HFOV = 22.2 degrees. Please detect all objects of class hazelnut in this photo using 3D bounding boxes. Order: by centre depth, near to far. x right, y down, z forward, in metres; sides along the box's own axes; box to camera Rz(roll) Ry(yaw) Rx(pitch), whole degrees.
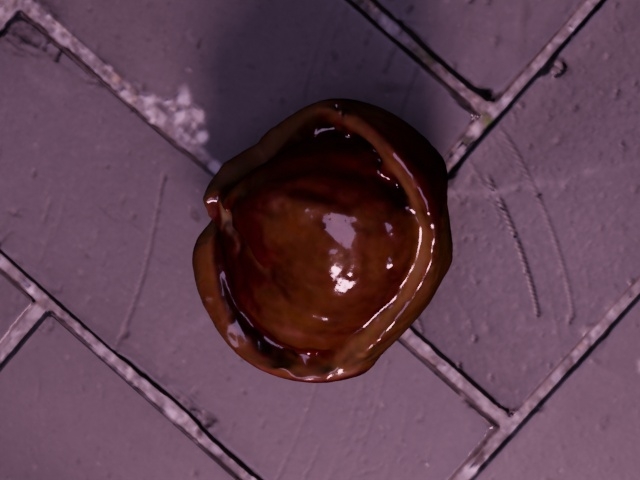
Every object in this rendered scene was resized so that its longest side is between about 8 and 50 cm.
[{"bbox_3d":[0.007,0.004,1.152,0.170,0.160,0.201,30,89,37],"label":"hazelnut"}]
